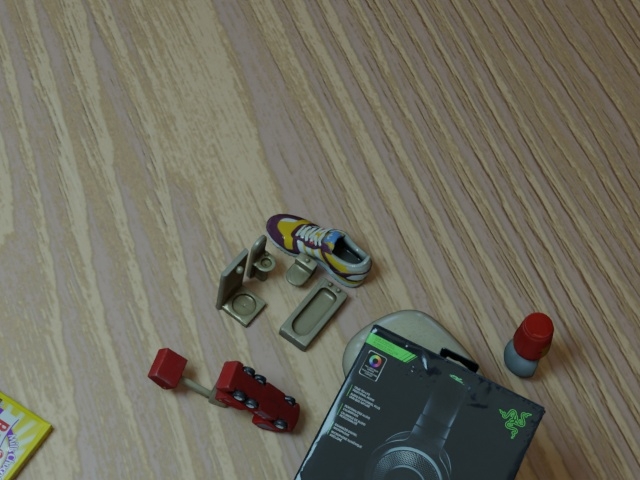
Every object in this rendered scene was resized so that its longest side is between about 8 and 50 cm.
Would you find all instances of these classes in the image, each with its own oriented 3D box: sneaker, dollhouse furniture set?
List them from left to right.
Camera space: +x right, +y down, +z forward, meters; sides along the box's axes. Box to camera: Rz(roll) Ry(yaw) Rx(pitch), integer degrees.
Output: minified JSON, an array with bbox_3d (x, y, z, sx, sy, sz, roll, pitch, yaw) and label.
[{"bbox_3d":[-0.052,0.072,1.422,0.151,0.123,0.144,36,62,10],"label":"dollhouse furniture set"},{"bbox_3d":[0.000,0.000,1.493,0.186,0.084,0.069,28,61,5],"label":"sneaker"}]

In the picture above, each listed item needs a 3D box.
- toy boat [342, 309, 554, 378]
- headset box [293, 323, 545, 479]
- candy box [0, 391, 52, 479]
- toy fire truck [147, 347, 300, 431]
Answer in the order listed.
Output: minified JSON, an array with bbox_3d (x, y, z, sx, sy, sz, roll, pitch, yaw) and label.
[{"bbox_3d":[0.206,0.209,1.397,0.318,0.148,0.267,-23,63,-12],"label":"toy boat"},{"bbox_3d":[0.121,0.277,1.213,0.246,0.131,0.283,27,76,8],"label":"headset box"},{"bbox_3d":[-0.471,0.309,1.278,0.105,0.027,0.205,32,62,4],"label":"candy box"},{"bbox_3d":[-0.136,0.216,1.345,0.192,0.135,0.047,41,54,-32],"label":"toy fire truck"}]
